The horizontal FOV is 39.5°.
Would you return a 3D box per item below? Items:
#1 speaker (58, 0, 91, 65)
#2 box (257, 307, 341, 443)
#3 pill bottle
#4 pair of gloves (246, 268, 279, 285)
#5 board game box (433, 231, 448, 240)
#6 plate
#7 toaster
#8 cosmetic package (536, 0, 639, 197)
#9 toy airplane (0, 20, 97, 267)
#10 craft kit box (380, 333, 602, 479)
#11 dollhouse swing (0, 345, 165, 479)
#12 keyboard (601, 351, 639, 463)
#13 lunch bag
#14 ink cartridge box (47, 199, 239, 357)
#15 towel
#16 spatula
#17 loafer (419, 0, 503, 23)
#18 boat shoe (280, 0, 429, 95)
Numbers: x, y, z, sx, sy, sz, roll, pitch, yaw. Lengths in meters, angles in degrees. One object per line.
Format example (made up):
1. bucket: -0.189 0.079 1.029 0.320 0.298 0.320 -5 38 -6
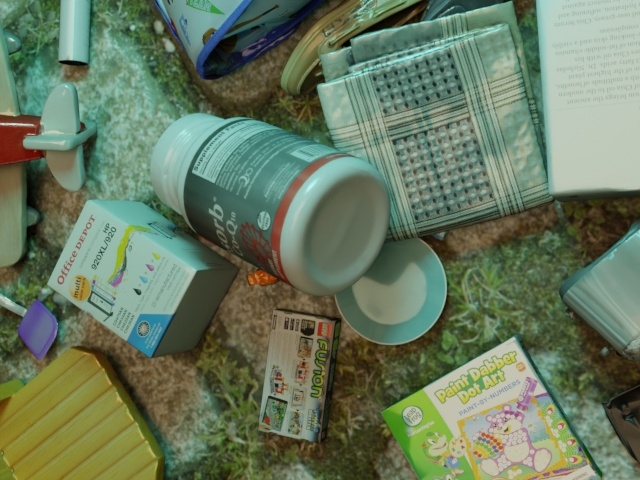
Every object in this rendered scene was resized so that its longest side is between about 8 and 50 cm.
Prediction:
1. speaker: -0.446 -0.387 1.616 0.055 0.055 0.136 2 91 18
2. box: -0.035 0.224 1.485 0.114 0.036 0.206 8 92 18
3. pill bottle: -0.088 -0.070 1.370 0.363 0.210 0.210 25 98 41
4. pair of gloves: -0.097 0.034 1.521 0.074 0.010 0.083 -11 85 18
5. board game box: 0.153 -0.080 1.430 0.154 0.026 0.103 30 99 16
6. plate: 0.114 0.075 1.444 0.188 0.024 0.188 0 90 19
7. toaster: 0.465 0.065 1.261 0.227 0.129 0.146 -42 64 9
8. cosmetic package: 0.431 -0.290 1.268 0.230 0.161 0.452 -3 88 19
9. toy airplane: -0.591 -0.193 1.582 0.384 0.272 0.386 41 94 -24
10. craft kit box: 0.261 0.311 1.379 0.250 0.061 0.246 -33 77 15
11. dollhouse swing: -0.504 0.395 1.520 0.305 0.315 0.346 -41 76 34
12. keyboard: 0.560 0.185 1.293 0.317 0.033 0.201 -29 82 15
13. lunch bag: -0.138 -0.489 1.416 0.385 0.239 0.327 -36 80 38
14. ink cartridge box: -0.298 0.059 1.504 0.233 0.168 0.171 32 100 17
15. towel: 0.171 -0.172 1.349 0.312 0.056 0.324 -13 98 15
16. spatula: -0.601 0.106 1.677 0.296 0.030 0.084 36 99 16
17. loafer: 0.226 -0.375 1.374 0.109 0.095 0.302 19 117 -14
18. boat shoe: 0.055 -0.327 1.424 0.285 0.104 0.089 -44 77 12
